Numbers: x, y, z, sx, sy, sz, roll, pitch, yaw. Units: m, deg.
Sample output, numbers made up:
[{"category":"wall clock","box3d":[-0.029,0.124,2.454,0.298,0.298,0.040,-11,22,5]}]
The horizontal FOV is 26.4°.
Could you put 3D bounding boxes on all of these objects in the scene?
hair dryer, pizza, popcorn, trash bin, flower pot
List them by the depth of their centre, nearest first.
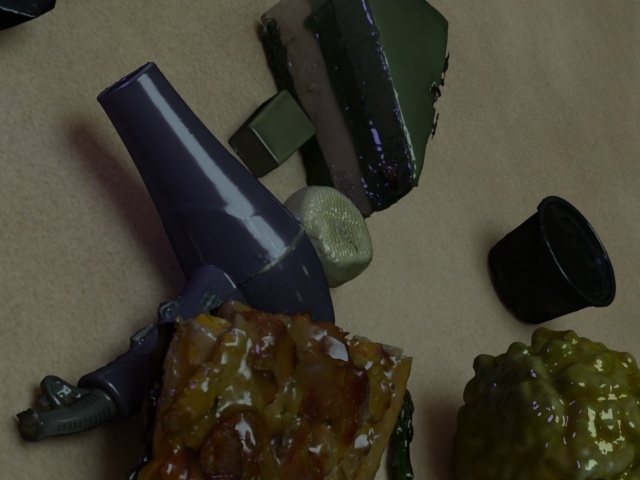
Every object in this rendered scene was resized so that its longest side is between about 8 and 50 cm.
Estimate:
[{"category":"pizza","box3d":[-0.044,0.174,1.128,0.409,0.114,0.277,-38,122,-50]},{"category":"hair dryer","box3d":[-0.146,0.041,1.166,0.301,0.121,0.361,56,40,-16]},{"category":"popcorn","box3d":[0.259,0.212,1.436,0.225,0.249,0.249,5,60,-39]},{"category":"trash bin","box3d":[-0.051,-0.113,1.464,0.061,0.043,0.092,53,35,-11]},{"category":"flower pot","box3d":[0.290,0.036,1.742,0.157,0.107,0.157,32,40,-31]}]

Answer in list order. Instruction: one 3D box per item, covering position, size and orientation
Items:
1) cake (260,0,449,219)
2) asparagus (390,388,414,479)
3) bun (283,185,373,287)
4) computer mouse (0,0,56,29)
[{"category":"cake","box3d":[0.024,-0.169,1.514,0.172,0.158,0.283,38,42,-28]},{"category":"asparagus","box3d":[0.087,0.247,1.379,0.034,0.027,0.236,36,39,-40]},{"category":"bun","box3d":[0.000,0.000,1.419,0.115,0.069,0.115,34,41,-36]},{"category":"computer mouse","box3d":[-0.311,-0.228,1.203,0.172,0.057,0.099,-3,68,-41]}]
